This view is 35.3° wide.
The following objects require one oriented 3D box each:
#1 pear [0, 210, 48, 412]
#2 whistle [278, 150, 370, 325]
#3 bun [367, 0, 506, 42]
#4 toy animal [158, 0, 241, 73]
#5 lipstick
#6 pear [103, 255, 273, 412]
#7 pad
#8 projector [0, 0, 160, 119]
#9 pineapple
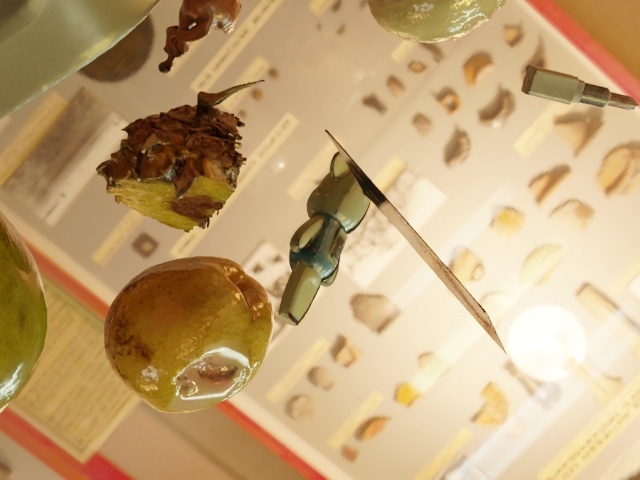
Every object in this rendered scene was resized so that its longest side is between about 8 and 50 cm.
[{"bbox_3d":[-0.443,0.073,1.157,0.253,0.253,0.307,-58,152,-43],"label":"pear"},{"bbox_3d":[0.000,0.000,1.290,0.077,0.114,0.235,11,-115,32],"label":"whistle"},{"bbox_3d":[0.165,-0.313,1.213,0.222,0.127,0.222,-16,-140,15],"label":"bun"},{"bbox_3d":[-0.127,-0.355,1.232,0.157,0.097,0.312,-149,-111,-76],"label":"toy animal"},{"bbox_3d":[0.233,-0.131,0.891,0.025,0.107,0.025,-114,-143,-71],"label":"lipstick"},{"bbox_3d":[-0.207,0.146,1.619,0.271,0.271,0.271,-48,-171,10],"label":"pear"},{"bbox_3d":[0.097,0.005,0.997,0.006,0.245,0.170,-40,155,1],"label":"pad"},{"bbox_3d":[-0.281,-0.238,0.732,0.248,0.249,0.248,-30,-150,10],"label":"projector"},{"bbox_3d":[-0.187,-0.115,1.261,0.334,0.161,0.158,165,-58,-76],"label":"pineapple"}]
